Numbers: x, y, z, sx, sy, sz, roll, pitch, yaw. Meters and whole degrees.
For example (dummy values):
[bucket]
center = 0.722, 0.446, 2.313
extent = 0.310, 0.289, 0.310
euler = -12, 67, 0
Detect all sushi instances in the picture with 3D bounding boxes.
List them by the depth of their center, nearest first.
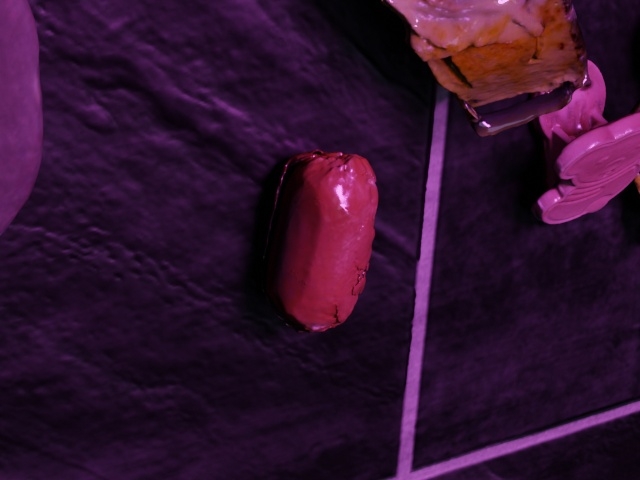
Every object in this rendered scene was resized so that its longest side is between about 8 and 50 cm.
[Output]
[sushi]
center = 0.087, -0.194, 1.192
extent = 0.139, 0.131, 0.291
euler = -21, 137, 5

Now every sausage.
[sausage]
center = 0.000, 0.000, 1.269
extent = 0.076, 0.076, 0.141
euler = -6, 117, -32

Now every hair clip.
[hair clip]
center = 0.215, -0.061, 1.363
extent = 0.123, 0.102, 0.138
euler = -19, 126, -21

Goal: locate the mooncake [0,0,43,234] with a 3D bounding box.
[mooncake]
center = -0.306, -0.080, 0.957
extent = 0.306, 0.154, 0.306
euler = -16, 123, -26

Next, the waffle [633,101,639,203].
[waffle]
center = 0.419, -0.133, 1.478
extent = 0.382, 0.095, 0.380
euler = -15, 125, -25
